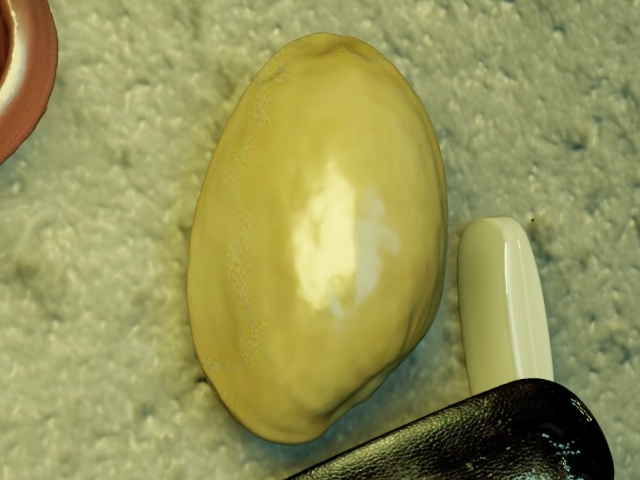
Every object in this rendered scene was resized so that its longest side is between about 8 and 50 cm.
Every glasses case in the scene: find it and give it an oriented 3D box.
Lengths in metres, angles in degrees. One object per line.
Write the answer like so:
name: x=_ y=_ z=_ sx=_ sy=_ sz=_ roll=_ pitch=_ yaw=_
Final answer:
glasses case: x=0.144 y=0.077 z=1.393 sx=0.049 sy=0.074 sz=0.193 roll=-5 pitch=87 yaw=-28
glasses case: x=0.066 y=0.198 z=1.290 sx=0.314 sy=0.075 sz=0.122 roll=-23 pitch=71 yaw=-14

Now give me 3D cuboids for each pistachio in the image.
pistachio: x=0.000 y=0.000 z=1.267 sx=0.181 sy=0.162 sz=0.293 roll=7 pitch=82 yaw=0

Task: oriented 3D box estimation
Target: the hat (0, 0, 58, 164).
hat: x=-0.265 y=-0.123 z=1.144 sx=0.205 sy=0.089 sz=0.205 roll=0 pitch=83 yaw=2
